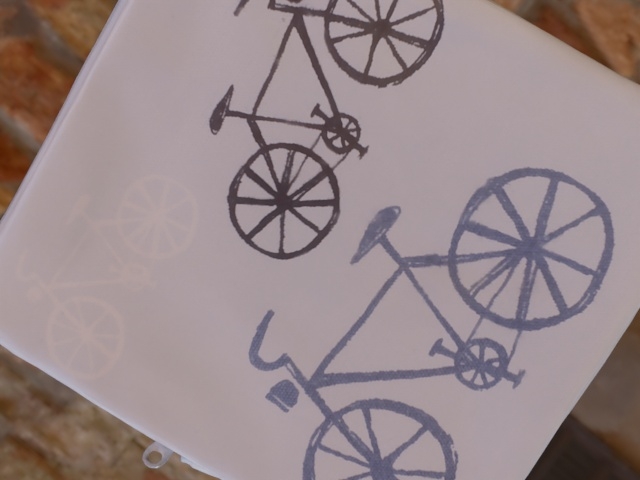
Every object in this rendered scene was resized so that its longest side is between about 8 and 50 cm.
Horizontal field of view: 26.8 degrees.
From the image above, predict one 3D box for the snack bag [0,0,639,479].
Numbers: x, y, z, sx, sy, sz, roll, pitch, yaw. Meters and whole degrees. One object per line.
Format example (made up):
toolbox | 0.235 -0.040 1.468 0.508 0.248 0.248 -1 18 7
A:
snack bag | 0.000 0.000 0.739 0.342 0.323 0.037 30 -166 -1
